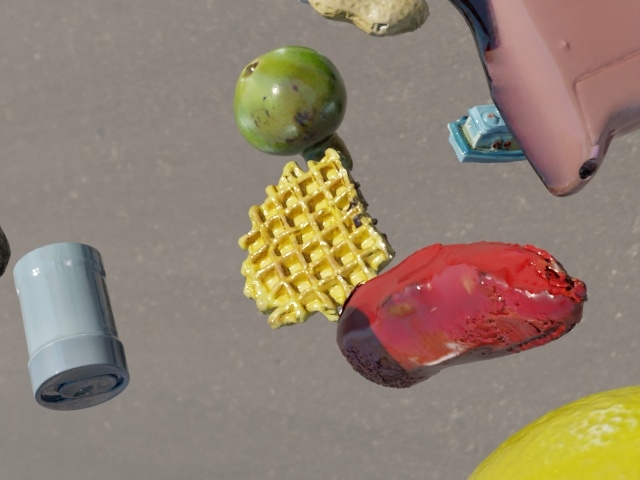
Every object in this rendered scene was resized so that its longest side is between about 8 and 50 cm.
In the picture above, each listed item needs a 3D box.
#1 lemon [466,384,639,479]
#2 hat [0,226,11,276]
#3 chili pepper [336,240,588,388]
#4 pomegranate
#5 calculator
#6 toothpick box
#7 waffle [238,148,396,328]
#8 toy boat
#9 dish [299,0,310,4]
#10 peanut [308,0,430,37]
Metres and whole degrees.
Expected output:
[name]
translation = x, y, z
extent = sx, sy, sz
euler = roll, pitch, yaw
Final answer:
[lemon]
translation = 0.158, 0.159, 0.506
extent = 0.248, 0.184, 0.184
euler = -34, 83, 11
[hat]
translation = -0.269, 0.003, 0.666
extent = 0.265, 0.128, 0.265
euler = 25, 148, 17
[chili pepper]
translation = 0.096, 0.062, 0.880
extent = 0.110, 0.110, 0.387
euler = 62, 155, 2
[pomegranate]
translation = -0.037, -0.206, 1.801
extent = 0.159, 0.189, 0.241
euler = 16, 113, 63
[calculator]
translation = 0.156, -0.206, 0.635
extent = 0.330, 0.220, 0.048
euler = 67, 159, -8
[toothpick box]
translation = -0.267, 0.091, 1.144
extent = 0.101, 0.101, 0.153
euler = -51, 46, 41
[waffle]
translation = 0.000, 0.001, 1.627
extent = 0.283, 0.310, 0.065
euler = 6, 156, 34
[toy boat]
translation = 0.344, -0.198, 1.883
extent = 0.098, 0.237, 0.109
euler = 112, 143, -50
[dish]
translation = -0.016, -0.520, 2.130
extent = 0.190, 0.190, 0.066
euler = 39, 142, 22
[peanut]
translation = 0.082, -0.401, 1.821
extent = 0.214, 0.099, 0.099
euler = 18, 128, -9
